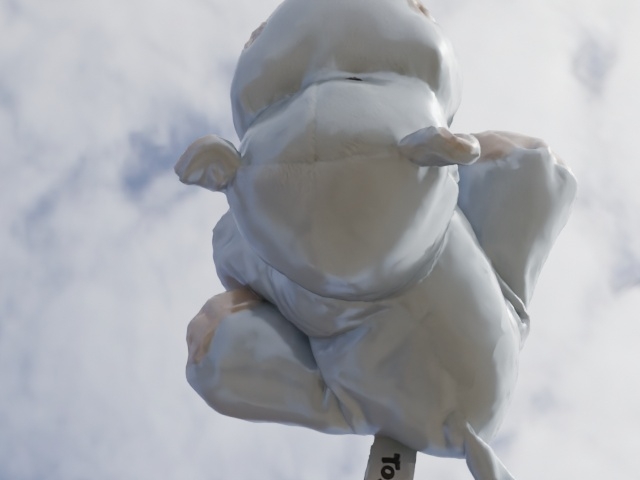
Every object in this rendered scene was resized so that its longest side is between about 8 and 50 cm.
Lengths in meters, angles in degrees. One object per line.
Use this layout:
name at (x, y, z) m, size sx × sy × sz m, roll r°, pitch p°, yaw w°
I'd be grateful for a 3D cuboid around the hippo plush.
hippo plush at (0.000, 0.000, 0.932) m, size 0.234 × 0.294 × 0.236 m, roll -9°, pitch -39°, yaw 21°
